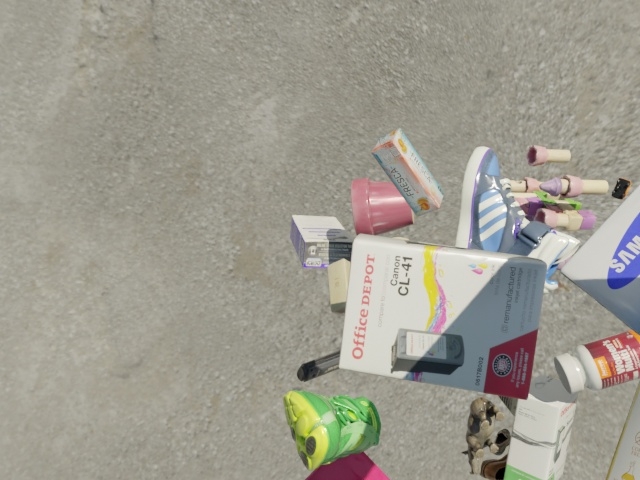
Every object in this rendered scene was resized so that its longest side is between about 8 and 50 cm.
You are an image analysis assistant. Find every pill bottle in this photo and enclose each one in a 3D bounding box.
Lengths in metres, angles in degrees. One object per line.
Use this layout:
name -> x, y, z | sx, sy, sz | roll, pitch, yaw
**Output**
pill bottle -> 0.740, 0.320, 1.390 | 0.221, 0.121, 0.121 | -19, 86, 7

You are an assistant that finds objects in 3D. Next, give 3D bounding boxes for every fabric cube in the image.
fabric cube -> 0.082, 0.778, 1.533 | 0.254, 0.259, 0.258 | -39, 62, -23

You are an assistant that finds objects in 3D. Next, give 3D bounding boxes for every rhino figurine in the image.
rhino figurine -> 0.440, 0.546, 1.473 | 0.073, 0.106, 0.244 | 3, 109, -8

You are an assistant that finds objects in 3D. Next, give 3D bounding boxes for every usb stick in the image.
usb stick -> 0.056, 0.362, 1.620 | 0.045, 0.277, 0.077 | 58, 144, 29

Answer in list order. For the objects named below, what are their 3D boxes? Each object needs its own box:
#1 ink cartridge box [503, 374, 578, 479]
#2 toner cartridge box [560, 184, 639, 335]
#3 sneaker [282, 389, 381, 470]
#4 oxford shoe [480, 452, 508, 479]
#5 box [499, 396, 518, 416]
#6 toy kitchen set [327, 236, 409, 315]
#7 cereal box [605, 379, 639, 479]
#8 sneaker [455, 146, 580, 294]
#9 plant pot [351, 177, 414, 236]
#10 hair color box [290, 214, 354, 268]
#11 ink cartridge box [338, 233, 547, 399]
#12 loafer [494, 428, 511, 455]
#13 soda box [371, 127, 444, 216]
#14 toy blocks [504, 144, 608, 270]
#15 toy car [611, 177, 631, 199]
ink cartridge box -> 0.650, 0.570, 1.566 | 0.121, 0.211, 0.290 | 14, 103, 38
toner cartridge box -> 0.383, -0.049, 0.424 | 0.165, 0.075, 0.348 | 46, 106, 31
sneaker -> 0.022, 0.262, 0.778 | 0.123, 0.295, 0.110 | -23, 68, -2
oxford shoe -> 0.609, 0.720, 1.685 | 0.076, 0.212, 0.076 | -4, 93, 65
box -> 0.606, 0.450, 1.760 | 0.113, 0.094, 0.275 | -38, 116, 7
toy kitchen set -> 0.149, 0.103, 1.233 | 0.207, 0.166, 0.122 | -25, 53, 32
cereal box -> 0.260, 0.060, 0.281 | 0.173, 0.047, 0.240 | 30, 78, -15
sneaker -> 0.418, -0.040, 1.116 | 0.236, 0.130, 0.323 | 6, 77, 28
plant pot -> 0.201, -0.105, 1.687 | 0.180, 0.201, 0.202 | -5, 91, 11
hair color box -> 0.000, 0.000, 1.995 | 0.185, 0.339, 0.110 | 2, 106, -11
ink cartridge box -> 0.196, 0.120, 0.894 | 0.306, 0.131, 0.226 | 7, 94, 7
loafer -> 0.579, 0.633, 1.696 | 0.045, 0.125, 0.039 | 6, 109, 32
soda box -> 0.185, -0.141, 1.119 | 0.058, 0.063, 0.183 | -21, 118, 39
toy blocks -> 0.645, -0.100, 1.618 | 0.259, 0.289, 0.309 | 0, 122, -6
toy car -> 0.865, -0.140, 1.452 | 0.122, 0.040, 0.060 | 9, 98, 48
